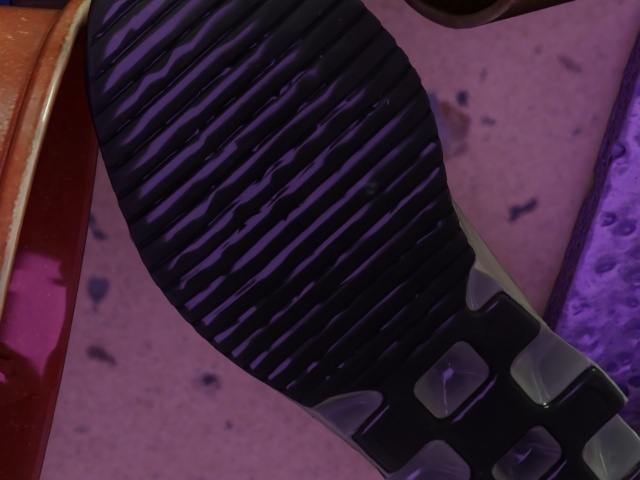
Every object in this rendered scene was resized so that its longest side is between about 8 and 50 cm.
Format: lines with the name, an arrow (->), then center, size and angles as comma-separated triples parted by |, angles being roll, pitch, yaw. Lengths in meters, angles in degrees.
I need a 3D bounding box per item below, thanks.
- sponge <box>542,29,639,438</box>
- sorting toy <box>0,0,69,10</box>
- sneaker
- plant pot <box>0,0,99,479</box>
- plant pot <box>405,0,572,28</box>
sponge -> 0.172, 0.010, 0.870 | 0.117, 0.031, 0.210 | 16, 101, -10
sorting toy -> -0.111, -0.130, 0.790 | 0.275, 0.046, 0.132 | -5, 104, -7
sneaker -> 0.000, 0.000, 0.761 | 0.122, 0.146, 0.330 | -38, 124, -4
plant pot -> -0.235, 0.017, 0.710 | 0.265, 0.272, 0.272 | 11, 101, -2
plant pot -> 0.146, -0.202, 0.745 | 0.230, 0.215, 0.215 | -9, 105, -22
